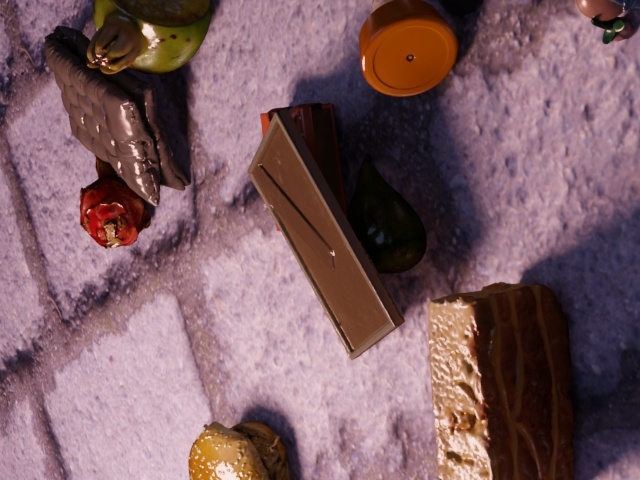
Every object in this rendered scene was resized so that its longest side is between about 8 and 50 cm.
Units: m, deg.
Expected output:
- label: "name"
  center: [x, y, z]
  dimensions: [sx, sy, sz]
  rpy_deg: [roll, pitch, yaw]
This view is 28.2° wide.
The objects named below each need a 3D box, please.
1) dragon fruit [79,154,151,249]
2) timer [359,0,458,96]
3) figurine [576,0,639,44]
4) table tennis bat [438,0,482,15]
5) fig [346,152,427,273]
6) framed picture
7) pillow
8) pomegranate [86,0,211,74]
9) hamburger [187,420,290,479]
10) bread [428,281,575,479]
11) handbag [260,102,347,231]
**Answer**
- label: "dragon fruit"
  center: [-0.382, -0.086, 2.321]
  dimensions: [0.125, 0.125, 0.246]
  rpy_deg: [113, 147, -50]
- label: "timer"
  center: [0.104, -0.290, 1.715]
  dimensions: [0.152, 0.132, 0.132]
  rpy_deg: [-105, 34, -44]
- label: "figurine"
  center: [0.346, -0.281, 1.426]
  dimensions: [0.178, 0.114, 0.145]
  rpy_deg: [32, 122, 33]
- label: "table tennis bat"
  center: [0.175, -0.374, 1.676]
  dimensions: [0.095, 0.014, 0.158]
  rpy_deg: [-24, 80, 50]
- label: "fig"
  center: [0.079, -0.037, 1.779]
  dimensions: [0.117, 0.117, 0.178]
  rpy_deg: [-47, 60, 43]
- label: "framed picture"
  center: [0.000, 0.000, 1.814]
  dimensions: [0.335, 0.022, 0.247]
  rpy_deg: [61, 161, 9]
- label: "pillow"
  center: [-0.366, -0.221, 2.224]
  dimensions: [0.326, 0.101, 0.228]
  rpy_deg: [35, 148, 42]
- label: "pomegranate"
  center: [-0.281, -0.338, 2.076]
  dimensions: [0.159, 0.189, 0.241]
  rpy_deg: [114, 160, -45]
- label: "hamburger"
  center: [-0.137, 0.406, 2.107]
  dimensions: [0.189, 0.122, 0.215]
  rpy_deg: [14, 110, 46]
- label: "bread"
  center: [0.229, 0.193, 1.588]
  dimensions: [0.114, 0.184, 0.275]
  rpy_deg: [-2, 95, 44]
- label: "handbag"
  center: [-0.025, -0.111, 1.929]
  dimensions: [0.127, 0.062, 0.190]
  rpy_deg: [-2, 99, 51]
